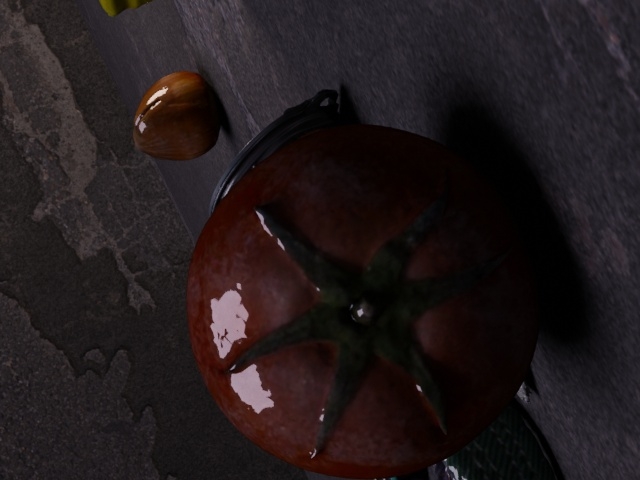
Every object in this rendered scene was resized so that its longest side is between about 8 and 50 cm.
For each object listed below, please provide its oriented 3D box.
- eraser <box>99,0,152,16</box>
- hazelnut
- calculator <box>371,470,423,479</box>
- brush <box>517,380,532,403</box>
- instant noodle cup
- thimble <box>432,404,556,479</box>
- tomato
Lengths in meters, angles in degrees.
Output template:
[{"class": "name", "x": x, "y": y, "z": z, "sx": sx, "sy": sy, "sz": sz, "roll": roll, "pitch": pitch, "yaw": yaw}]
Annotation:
[{"class": "eraser", "x": -0.187, "y": -0.340, "z": 1.293, "sx": 0.069, "sy": 0.158, "sz": 0.226, "roll": 65, "pitch": 169, "yaw": 5}, {"class": "hazelnut", "x": -0.237, "y": -0.199, "z": 1.874, "sx": 0.150, "sy": 0.150, "sz": 0.150, "roll": 60, "pitch": 168, "yaw": 21}, {"class": "calculator", "x": 0.078, "y": 0.289, "z": 1.737, "sx": 0.248, "sy": 0.058, "sz": 0.274, "roll": 56, "pitch": 168, "yaw": 38}, {"class": "brush", "x": 0.124, "y": 0.054, "z": 1.110, "sx": 0.272, "sy": 0.013, "sz": 0.103, "roll": 45, "pitch": 158, "yaw": 61}, {"class": "instant noodle cup", "x": -0.007, "y": -0.034, "z": 1.175, "sx": 0.125, "sy": 0.177, "sz": 0.208, "roll": 44, "pitch": 131, "yaw": 18}, {"class": "thimble", "x": 0.165, "y": 0.222, "z": 1.101, "sx": 0.135, "sy": 0.090, "sz": 0.118, "roll": 63, "pitch": 172, "yaw": -4}, {"class": "tomato", "x": 0.033, "y": 0.045, "z": 0.883, "sx": 0.265, "sy": 0.265, "sz": 0.265, "roll": 60, "pitch": 168, "yaw": 21}]
